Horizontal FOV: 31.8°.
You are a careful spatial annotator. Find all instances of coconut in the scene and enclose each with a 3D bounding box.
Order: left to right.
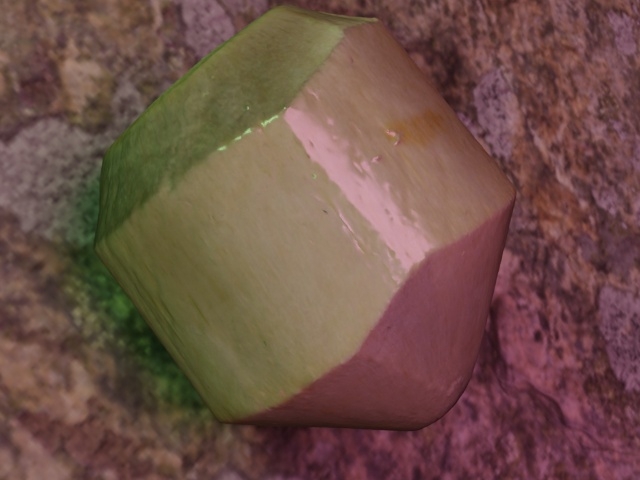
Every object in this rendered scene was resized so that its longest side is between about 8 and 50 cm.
[{"bbox_3d":[0.000,0.000,0.585,0.222,0.202,0.202,53,52,-7],"label":"coconut"}]
